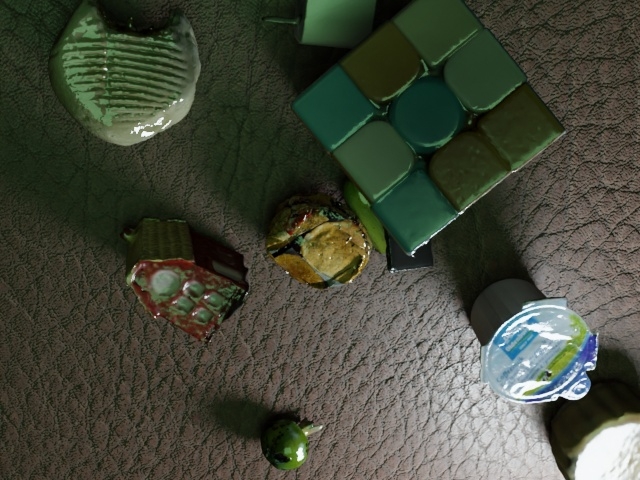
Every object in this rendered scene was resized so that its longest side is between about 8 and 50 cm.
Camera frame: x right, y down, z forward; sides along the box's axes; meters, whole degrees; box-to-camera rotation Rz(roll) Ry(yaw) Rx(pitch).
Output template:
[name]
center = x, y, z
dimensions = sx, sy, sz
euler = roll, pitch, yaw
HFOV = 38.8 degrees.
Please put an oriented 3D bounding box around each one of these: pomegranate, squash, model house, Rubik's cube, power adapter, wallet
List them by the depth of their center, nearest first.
[Rubik's cube]
center = 0.193, -0.214, 1.671
dimensions = 0.346, 0.347, 0.344
euler = -38, 90, 6
[power adapter]
center = -0.009, -0.437, 1.709
dimensions = 0.205, 0.125, 0.130
euler = 4, 114, -11
[model house]
center = -0.293, 0.064, 1.844
dimensions = 0.254, 0.196, 0.160
euler = 28, 108, -20
[wallet]
center = 0.180, -0.059, 1.900
dimensions = 0.124, 0.025, 0.244
euler = -7, 91, -35
[squash]
center = 0.111, -0.068, 1.922
dimensions = 0.095, 0.095, 0.188
euler = -33, 112, 5
[pomegranate]
center = -0.068, 0.463, 2.117
dimensions = 0.161, 0.122, 0.122
euler = -31, 119, -26

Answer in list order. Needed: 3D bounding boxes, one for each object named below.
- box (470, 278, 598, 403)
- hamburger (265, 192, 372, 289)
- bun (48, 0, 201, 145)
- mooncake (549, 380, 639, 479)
[box]
center = 0.473, 0.213, 2.050
dimensions = 0.291, 0.206, 0.262
euler = 34, 105, -23
[hamburger]
center = 0.000, 0.000, 1.895
dimensions = 0.231, 0.107, 0.231
euler = 4, 125, 7
[bun]
center = -0.358, -0.308, 1.663
dimensions = 0.281, 0.205, 0.282
euler = -3, 102, -17
[mooncake]
center = 0.710, 0.495, 2.247
dimensions = 0.290, 0.161, 0.290
euler = -5, 116, -10
